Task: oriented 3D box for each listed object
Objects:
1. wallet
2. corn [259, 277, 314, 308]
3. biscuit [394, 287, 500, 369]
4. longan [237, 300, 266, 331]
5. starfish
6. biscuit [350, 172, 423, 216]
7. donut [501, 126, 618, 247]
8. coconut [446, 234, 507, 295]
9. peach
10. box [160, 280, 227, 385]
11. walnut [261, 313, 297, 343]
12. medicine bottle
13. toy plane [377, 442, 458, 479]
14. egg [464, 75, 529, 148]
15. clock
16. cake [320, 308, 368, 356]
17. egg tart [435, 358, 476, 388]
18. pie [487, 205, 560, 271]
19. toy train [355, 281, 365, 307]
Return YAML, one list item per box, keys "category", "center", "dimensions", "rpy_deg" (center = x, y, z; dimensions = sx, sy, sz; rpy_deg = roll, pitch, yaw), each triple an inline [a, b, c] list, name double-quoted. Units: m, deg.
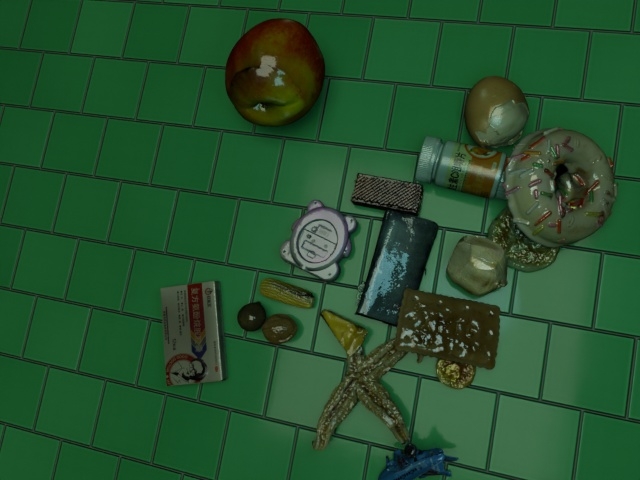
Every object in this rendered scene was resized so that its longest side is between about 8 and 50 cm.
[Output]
- category: "wallet"
  center: [0.258, 0.094, 1.829]
  dimensions: [0.191, 0.046, 0.378]
  rpy_deg: [17, 84, -1]
- category: "corn"
  center: [-0.117, 0.185, 1.900]
  dimensions: [0.203, 0.072, 0.071]
  rpy_deg: [17, 86, 13]
- category: "biscuit"
  center: [0.409, 0.279, 1.744]
  dimensions: [0.325, 0.044, 0.217]
  rpy_deg: [12, 72, 4]
- category: "longan"
  center: [-0.239, 0.262, 1.902]
  dimensions: [0.106, 0.106, 0.119]
  rpy_deg: [1, 39, 12]
- category: "starfish"
  center: [0.166, 0.501, 1.766]
  dimensions: [0.324, 0.082, 0.431]
  rpy_deg: [10, 70, 26]
- category: "biscuit"
  center: [0.226, -0.158, 1.878]
  dimensions: [0.252, 0.070, 0.106]
  rpy_deg: [12, 83, 14]
- category: "donut"
  center: [0.733, -0.168, 1.654]
  dimensions: [0.383, 0.142, 0.382]
  rpy_deg: [2, 85, -20]
- category: "coconut"
  center: [0.505, 0.087, 1.724]
  dimensions: [0.195, 0.194, 0.194]
  rpy_deg: [-2, 81, 12]
- category: "peach"
  center: [-0.156, -0.584, 1.897]
  dimensions: [0.370, 0.370, 0.369]
  rpy_deg: [-2, 81, 12]
- category: "box"
  center: [-0.456, 0.332, 1.953]
  dimensions: [0.215, 0.069, 0.352]
  rpy_deg: [-9, 82, 10]
- category: "walnut"
  center: [-0.140, 0.304, 1.869]
  dimensions: [0.125, 0.105, 0.105]
  rpy_deg: [-5, 81, 4]
- category: "medicine bottle"
  center: [0.486, -0.234, 1.789]
  dimensions: [0.318, 0.158, 0.158]
  rpy_deg: [16, 85, 13]
- category: "toy plane"
  center: [0.283, 0.702, 1.696]
  dimensions: [0.271, 0.254, 0.105]
  rpy_deg: [-32, 39, 34]
- category: "egg"
  center: [0.570, -0.424, 1.781]
  dimensions: [0.201, 0.201, 0.244]
  rpy_deg: [-11, 68, 10]
- category: "clock"
  center: [0.000, 0.000, 1.894]
  dimensions: [0.228, 0.090, 0.247]
  rpy_deg: [26, 86, 14]
- category: "cake"
  center: [0.071, 0.311, 1.828]
  dimensions: [0.185, 0.080, 0.116]
  rpy_deg: [18, 89, 23]
- category: "egg tart"
  center: [0.436, 0.412, 1.757]
  dimensions: [0.131, 0.052, 0.130]
  rpy_deg: [-2, 83, 12]
- category: "pie"
  center: [0.667, -0.010, 1.771]
  dimensions: [0.241, 0.054, 0.240]
  rpy_deg: [-2, 81, 10]
- category: "toy train"
  center: [0.154, 0.192, 1.855]
  dimensions: [0.064, 0.044, 0.103]
  rpy_deg: [5, 83, 7]
